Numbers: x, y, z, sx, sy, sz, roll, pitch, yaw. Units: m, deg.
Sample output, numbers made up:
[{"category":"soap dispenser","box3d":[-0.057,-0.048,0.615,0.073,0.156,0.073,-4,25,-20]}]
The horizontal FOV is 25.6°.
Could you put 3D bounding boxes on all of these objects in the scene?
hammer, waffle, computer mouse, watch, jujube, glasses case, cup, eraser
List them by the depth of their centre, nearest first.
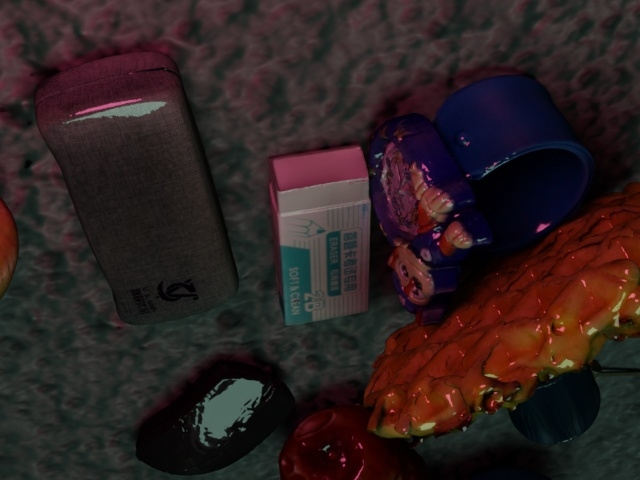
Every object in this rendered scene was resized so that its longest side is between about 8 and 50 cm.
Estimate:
[{"category":"glasses case","box3d":[-0.163,-0.039,1.314,0.131,0.074,0.323,-14,142,-2]},{"category":"watch","box3d":[0.158,-0.053,1.364,0.200,0.171,0.196,-17,155,-18]},{"category":"waffle","box3d":[0.203,0.071,1.396,0.382,0.379,0.095,-34,97,7]},{"category":"eraser","box3d":[0.000,0.000,1.441,0.095,0.052,0.225,-9,141,-6]},{"category":"computer mouse","box3d":[-0.129,0.221,1.649,0.122,0.073,0.217,24,125,-40]},{"category":"cup","box3d":[0.253,0.170,1.696,0.150,0.113,0.138,-23,140,5]},{"category":"jujube","box3d":[0.049,0.290,1.743,0.155,0.155,0.230,-30,146,17]},{"category":"hammer","box3d":[0.384,0.172,1.830,0.110,0.019,0.035,0,140,-29]}]

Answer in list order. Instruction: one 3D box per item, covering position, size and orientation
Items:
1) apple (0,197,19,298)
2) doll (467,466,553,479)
[{"category":"apple","box3d":[-0.369,0.020,1.238,0.199,0.199,0.199,-10,142,-8]},{"category":"doll","box3d":[0.224,0.429,1.900,0.310,0.240,0.284,3,-177,-26]}]
